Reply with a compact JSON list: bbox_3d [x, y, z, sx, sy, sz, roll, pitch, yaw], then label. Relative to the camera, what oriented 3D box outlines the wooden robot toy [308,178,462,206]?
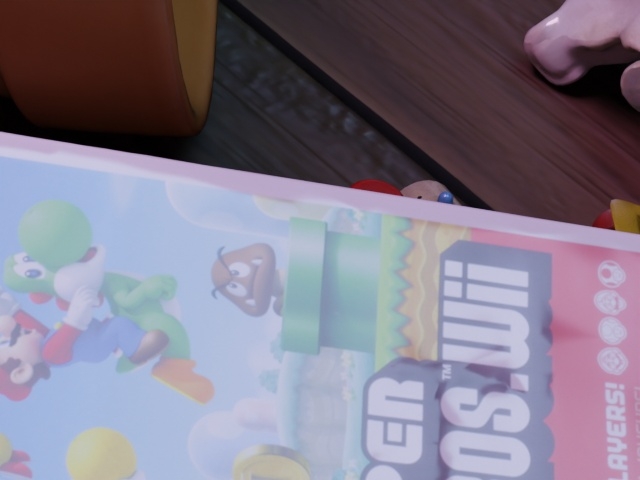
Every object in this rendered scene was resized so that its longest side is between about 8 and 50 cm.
[{"bbox_3d":[0.000,0.000,0.622,0.173,0.076,0.079,-3,34,-25],"label":"wooden robot toy"}]

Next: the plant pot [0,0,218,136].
[{"bbox_3d":[-0.146,-0.181,0.622,0.203,0.291,0.291,-1,42,1],"label":"plant pot"}]

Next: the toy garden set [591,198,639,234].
[{"bbox_3d":[0.206,0.073,0.634,0.244,0.049,0.204,12,41,-9],"label":"toy garden set"}]

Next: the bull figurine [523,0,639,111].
[{"bbox_3d":[0.216,-0.078,0.687,0.310,0.101,0.188,2,37,24],"label":"bull figurine"}]

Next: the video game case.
[{"bbox_3d":[-0.014,0.074,0.507,0.285,0.025,0.204,9,62,-10],"label":"video game case"}]
